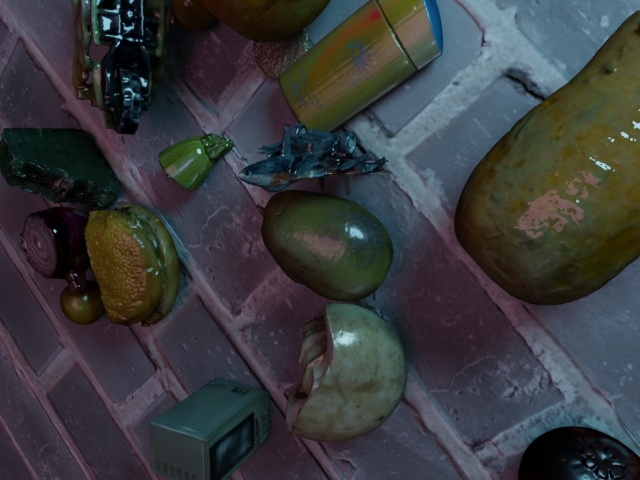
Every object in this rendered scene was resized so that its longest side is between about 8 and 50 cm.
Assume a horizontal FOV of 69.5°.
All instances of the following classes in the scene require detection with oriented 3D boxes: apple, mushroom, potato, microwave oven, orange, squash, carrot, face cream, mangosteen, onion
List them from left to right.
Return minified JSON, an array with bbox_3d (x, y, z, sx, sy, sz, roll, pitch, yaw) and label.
[{"bbox_3d":[-0.600,0.029,1.103,0.195,0.140,0.218,-42,80,30],"label":"onion"},{"bbox_3d":[-0.588,0.154,1.141,0.114,0.099,0.101,4,103,22],"label":"apple"},{"bbox_3d":[-0.240,-0.445,0.876,0.095,0.085,0.085,-31,84,31],"label":"orange"},{"bbox_3d":[-0.244,-0.177,0.927,0.132,0.105,0.105,-38,81,12],"label":"squash"},{"bbox_3d":[-0.218,0.392,0.939,0.163,0.205,0.129,4,100,27],"label":"microwave oven"},{"bbox_3d":[-0.091,-0.446,0.708,0.265,0.264,0.264,5,101,26],"label":"apple"},{"bbox_3d":[0.000,0.000,0.787,0.252,0.159,0.174,27,109,7],"label":"potato"},{"bbox_3d":[0.051,0.230,0.811,0.189,0.195,0.253,20,110,-13],"label":"mushroom"},{"bbox_3d":[0.067,-0.296,0.757,0.285,0.067,0.139,-30,88,27],"label":"face cream"},{"bbox_3d":[0.381,0.370,0.672,0.200,0.200,0.199,5,101,26],"label":"mangosteen"},{"bbox_3d":[0.335,-0.084,0.576,0.224,0.224,0.340,45,111,13],"label":"carrot"}]

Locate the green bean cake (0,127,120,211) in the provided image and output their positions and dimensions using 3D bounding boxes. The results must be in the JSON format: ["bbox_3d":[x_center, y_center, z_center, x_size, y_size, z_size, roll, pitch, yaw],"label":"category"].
[{"bbox_3d":[-0.589,-0.149,1.030,0.107,0.208,0.193,-35,81,30],"label":"green bean cake"}]

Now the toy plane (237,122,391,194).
[{"bbox_3d":[-0.022,-0.121,0.684,0.223,0.326,0.104,14,102,23],"label":"toy plane"}]

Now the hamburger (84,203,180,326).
[{"bbox_3d":[-0.385,0.056,1.002,0.157,0.144,0.282,-8,100,20],"label":"hamburger"}]

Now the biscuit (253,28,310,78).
[{"bbox_3d":[-0.073,-0.356,0.845,0.120,0.015,0.120,5,101,25],"label":"biscuit"}]

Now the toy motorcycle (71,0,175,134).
[{"bbox_3d":[-0.386,-0.409,0.883,0.237,0.169,0.409,14,102,57],"label":"toy motorcycle"}]
